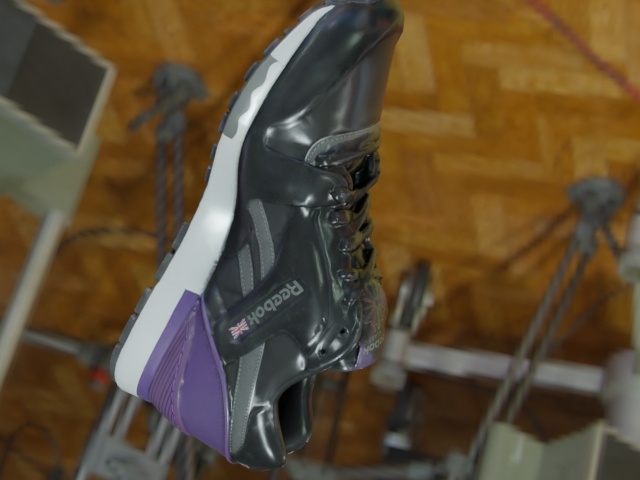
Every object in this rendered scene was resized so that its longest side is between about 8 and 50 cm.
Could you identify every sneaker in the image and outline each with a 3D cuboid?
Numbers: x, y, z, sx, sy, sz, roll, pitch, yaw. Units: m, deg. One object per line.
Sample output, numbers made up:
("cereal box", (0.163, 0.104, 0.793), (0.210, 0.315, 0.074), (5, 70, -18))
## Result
("sneaker", (0.000, 0.000, 0.966), (0.124, 0.107, 0.283), (36, 121, 16))
